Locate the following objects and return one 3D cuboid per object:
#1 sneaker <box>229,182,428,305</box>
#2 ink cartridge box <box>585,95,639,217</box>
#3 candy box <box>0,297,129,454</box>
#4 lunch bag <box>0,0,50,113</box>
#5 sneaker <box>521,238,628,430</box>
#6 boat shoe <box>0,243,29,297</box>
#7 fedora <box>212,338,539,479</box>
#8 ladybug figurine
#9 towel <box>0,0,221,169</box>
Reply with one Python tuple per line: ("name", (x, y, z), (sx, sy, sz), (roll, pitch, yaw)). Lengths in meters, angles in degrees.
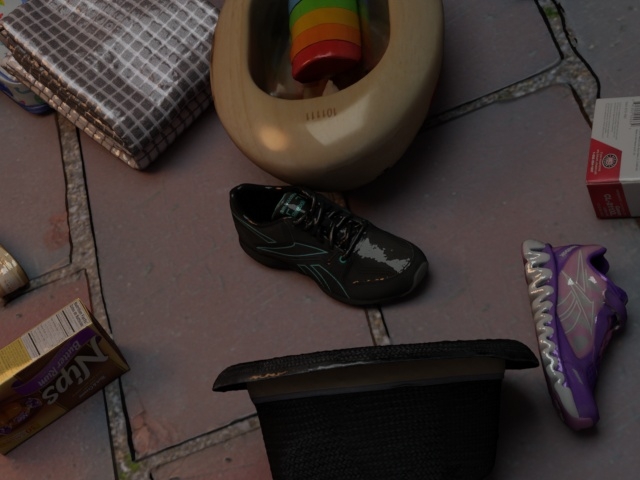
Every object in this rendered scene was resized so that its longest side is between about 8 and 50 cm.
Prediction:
("sneaker", (0.000, 0.000, 1.755), (0.267, 0.106, 0.101), (15, 60, 30))
("ink cartridge box", (0.397, -0.097, 1.678), (0.175, 0.072, 0.127), (-1, 53, 22))
("candy box", (-0.333, 0.163, 1.769), (0.186, 0.109, 0.053), (-33, 49, -4))
("lunch bag", (-0.423, -0.290, 2.172), (0.176, 0.090, 0.219), (-45, 51, -14))
("sneaker", (0.279, 0.090, 1.578), (0.104, 0.095, 0.236), (-9, 50, 7))
("boat shoe", (-0.453, 0.019, 1.962), (0.059, 0.063, 0.170), (-40, 50, -17))
("fedora", (0.061, 0.189, 1.509), (0.334, 0.334, 0.153), (-8, 82, 18))
("ladybug figurine", (0.018, -0.234, 1.889), (0.305, 0.162, 0.449), (-10, 51, 15))
("towel", (-0.271, -0.265, 2.012), (0.283, 0.121, 0.235), (38, 75, 14))
